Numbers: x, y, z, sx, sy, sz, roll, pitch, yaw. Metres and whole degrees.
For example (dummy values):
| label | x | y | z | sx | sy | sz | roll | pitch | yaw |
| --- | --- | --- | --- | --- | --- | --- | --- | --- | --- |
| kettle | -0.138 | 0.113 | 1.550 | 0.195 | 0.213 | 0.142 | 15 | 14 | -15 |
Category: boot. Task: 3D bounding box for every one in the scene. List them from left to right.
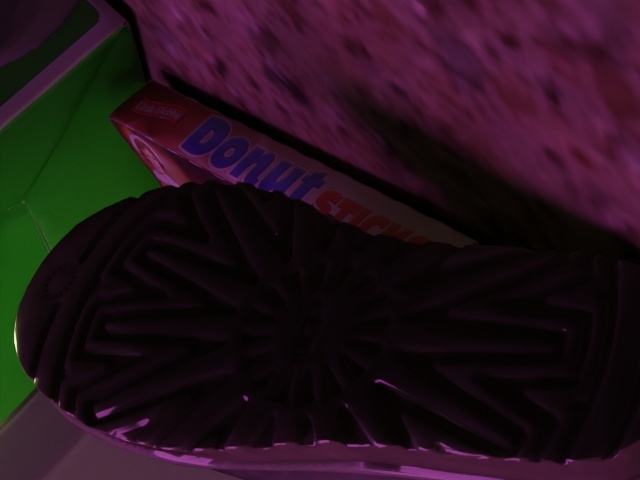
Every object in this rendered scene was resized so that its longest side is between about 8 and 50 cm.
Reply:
| label | x | y | z | sx | sy | sz | roll | pitch | yaw |
| --- | --- | --- | --- | --- | --- | --- | --- | --- | --- |
| boot | 0.039 | 0.078 | 0.450 | 0.190 | 0.076 | 0.208 | 13 | 155 | 31 |

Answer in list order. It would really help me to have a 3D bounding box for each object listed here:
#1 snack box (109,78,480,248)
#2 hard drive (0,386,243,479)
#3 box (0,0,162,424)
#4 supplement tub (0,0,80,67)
| label | x | y | z | sx | sy | sz | roll | pitch | yaw |
| --- | --- | --- | --- | --- | --- | --- | --- | --- | --- |
| snack box | 0.000 | 0.000 | 0.511 | 0.178 | 0.022 | 0.064 | 29 | 161 | 52 |
| hard drive | 0.000 | 0.191 | 0.554 | 0.353 | 0.233 | 0.047 | 49 | 168 | -30 |
| box | -0.181 | -0.063 | 0.670 | 0.231 | 0.127 | 0.262 | 44 | 167 | 15 |
| supplement tub | -0.130 | -0.102 | 0.442 | 0.198 | 0.106 | 0.106 | 32 | 160 | 48 |
